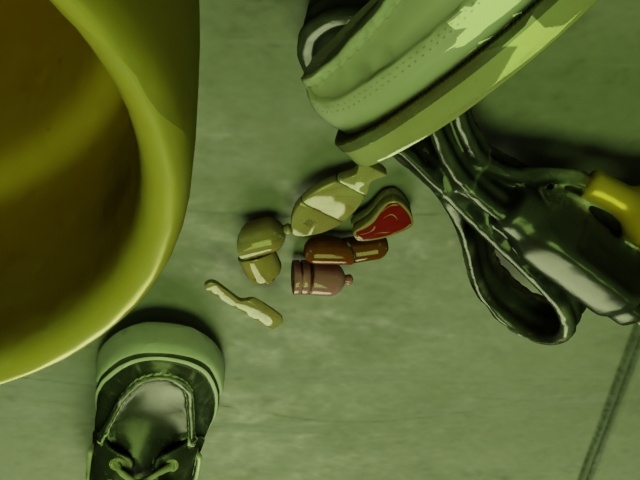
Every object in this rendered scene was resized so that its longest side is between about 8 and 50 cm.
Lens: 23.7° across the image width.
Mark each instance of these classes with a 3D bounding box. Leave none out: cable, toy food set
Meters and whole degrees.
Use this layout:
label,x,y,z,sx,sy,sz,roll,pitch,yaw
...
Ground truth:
label,x,y,z,sx,sy,sz,roll,pitch,yaw
cable,0.088,-0.034,0.751,0.287,0.072,0.139,38,147,-25
toy food set,0.000,0.000,0.803,0.122,0.019,0.078,-34,133,26

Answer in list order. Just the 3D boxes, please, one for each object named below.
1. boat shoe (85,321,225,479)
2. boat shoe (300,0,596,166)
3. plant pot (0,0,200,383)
label,x,y,z,sx,sy,sz,roll,pitch,yaw
boat shoe,-0.104,0.129,0.931,0.078,0.070,0.219,6,143,-9
boat shoe,0.084,-0.152,0.528,0.103,0.113,0.302,40,119,-12
plant pot,-0.161,-0.113,0.462,0.254,0.239,0.254,-1,144,-1
